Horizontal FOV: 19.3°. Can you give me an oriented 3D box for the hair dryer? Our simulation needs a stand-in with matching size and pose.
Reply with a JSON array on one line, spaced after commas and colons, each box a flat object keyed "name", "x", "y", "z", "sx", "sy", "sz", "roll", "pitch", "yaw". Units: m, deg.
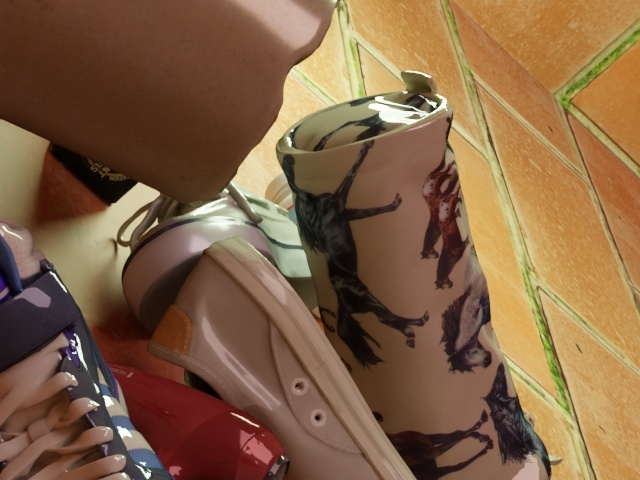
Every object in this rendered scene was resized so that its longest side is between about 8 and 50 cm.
[{"name": "hair dryer", "x": -0.116, "y": 0.174, "z": 1.358, "sx": 0.224, "sy": 0.080, "sz": 0.293, "roll": 6, "pitch": 30, "yaw": -35}]

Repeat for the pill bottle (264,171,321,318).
[{"name": "pill bottle", "x": 0.000, "y": 0.000, "z": 1.987, "sx": 0.087, "sy": 0.087, "sz": 0.160, "roll": 25, "pitch": 29, "yaw": -49}]

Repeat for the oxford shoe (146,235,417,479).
[{"name": "oxford shoe", "x": 0.001, "y": 0.203, "z": 1.565, "sx": 0.449, "sy": 0.130, "sz": 0.169, "roll": 56, "pitch": -14, "yaw": -19}]

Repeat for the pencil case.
[{"name": "pencil case", "x": 0.089, "y": 0.061, "z": 1.716, "sx": 0.183, "sy": 0.160, "sz": 0.410, "roll": -27, "pitch": 106, "yaw": -43}]

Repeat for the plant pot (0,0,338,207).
[{"name": "plant pot", "x": -0.168, "y": -0.193, "z": 1.535, "sx": 0.305, "sy": 0.334, "sz": 0.334, "roll": 33, "pitch": 22, "yaw": -10}]

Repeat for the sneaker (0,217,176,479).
[{"name": "sneaker", "x": -0.194, "y": 0.108, "z": 1.203, "sx": 0.236, "sy": 0.130, "sz": 0.323, "roll": 60, "pitch": 0, "yaw": -36}]

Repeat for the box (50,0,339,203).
[{"name": "box", "x": -0.104, "y": -0.236, "z": 1.865, "sx": 0.097, "sy": 0.318, "sz": 0.395, "roll": 43, "pitch": 19, "yaw": -16}]

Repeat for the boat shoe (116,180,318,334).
[{"name": "boat shoe", "x": -0.101, "y": -0.009, "z": 1.714, "sx": 0.156, "sy": 0.136, "sz": 0.367, "roll": 54, "pitch": 17, "yaw": 15}]
